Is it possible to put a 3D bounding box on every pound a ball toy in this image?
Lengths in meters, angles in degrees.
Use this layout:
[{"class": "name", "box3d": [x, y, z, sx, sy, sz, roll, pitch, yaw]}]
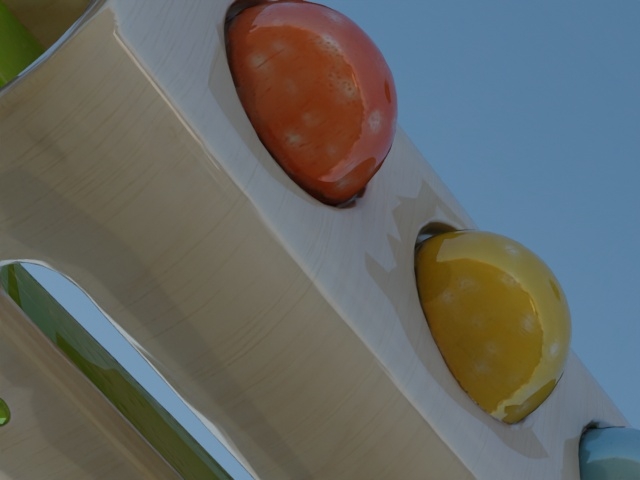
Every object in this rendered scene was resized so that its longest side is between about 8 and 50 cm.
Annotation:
[{"class": "pound a ball toy", "box3d": [0.000, 0.000, 0.470, 0.135, 0.208, 0.319, -26, -65, 27]}]
